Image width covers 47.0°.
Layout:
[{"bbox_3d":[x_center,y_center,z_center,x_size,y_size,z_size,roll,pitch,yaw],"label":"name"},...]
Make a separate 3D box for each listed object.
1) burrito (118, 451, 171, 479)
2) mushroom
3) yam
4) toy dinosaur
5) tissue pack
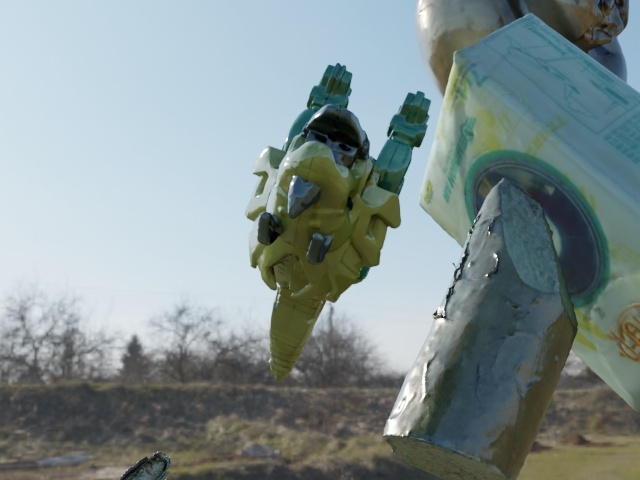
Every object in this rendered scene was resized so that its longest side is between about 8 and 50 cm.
[{"bbox_3d":[-0.202,0.293,0.764,0.041,0.149,0.055,23,0,18],"label":"burrito"},{"bbox_3d":[0.317,-0.306,1.067,0.362,0.363,0.294,9,-26,-37],"label":"mushroom"},{"bbox_3d":[0.138,0.062,0.560,0.106,0.259,0.106,23,-31,14],"label":"yam"},{"bbox_3d":[0.000,0.000,0.481,0.094,0.153,0.259,23,-38,9],"label":"toy dinosaur"},{"bbox_3d":[0.301,-0.024,0.832,0.162,0.388,0.287,-34,-24,-21],"label":"tissue pack"}]
